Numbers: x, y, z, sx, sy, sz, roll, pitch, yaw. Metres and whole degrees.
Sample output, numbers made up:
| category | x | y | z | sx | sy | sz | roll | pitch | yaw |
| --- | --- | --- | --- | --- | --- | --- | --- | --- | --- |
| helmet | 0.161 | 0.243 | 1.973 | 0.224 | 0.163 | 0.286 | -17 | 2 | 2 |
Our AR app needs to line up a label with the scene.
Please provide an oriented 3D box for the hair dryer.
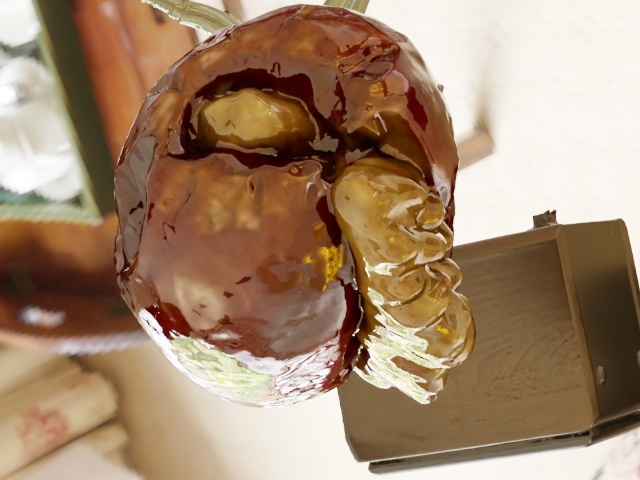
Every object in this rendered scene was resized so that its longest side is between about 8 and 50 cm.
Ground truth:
| category | x | y | z | sx | sy | sz | roll | pitch | yaw |
| --- | --- | --- | --- | --- | --- | --- | --- | --- | --- |
| hair dryer | -0.050 | -0.262 | 1.913 | 0.267 | 0.229 | 0.092 | 46 | 154 | -4 |

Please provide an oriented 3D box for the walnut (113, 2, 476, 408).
| category | x | y | z | sx | sy | sz | roll | pitch | yaw |
| --- | --- | --- | --- | --- | --- | --- | --- | --- | --- |
| walnut | 0.000 | 0.000 | 1.041 | 0.243 | 0.222 | 0.269 | 27 | 158 | 22 |

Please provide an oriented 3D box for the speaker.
| category | x | y | z | sx | sy | sz | roll | pitch | yaw |
| --- | --- | --- | --- | --- | --- | --- | --- | --- | --- |
| speaker | 0.139 | 0.085 | 1.409 | 0.230 | 0.153 | 0.193 | -14 | 86 | 32 |
